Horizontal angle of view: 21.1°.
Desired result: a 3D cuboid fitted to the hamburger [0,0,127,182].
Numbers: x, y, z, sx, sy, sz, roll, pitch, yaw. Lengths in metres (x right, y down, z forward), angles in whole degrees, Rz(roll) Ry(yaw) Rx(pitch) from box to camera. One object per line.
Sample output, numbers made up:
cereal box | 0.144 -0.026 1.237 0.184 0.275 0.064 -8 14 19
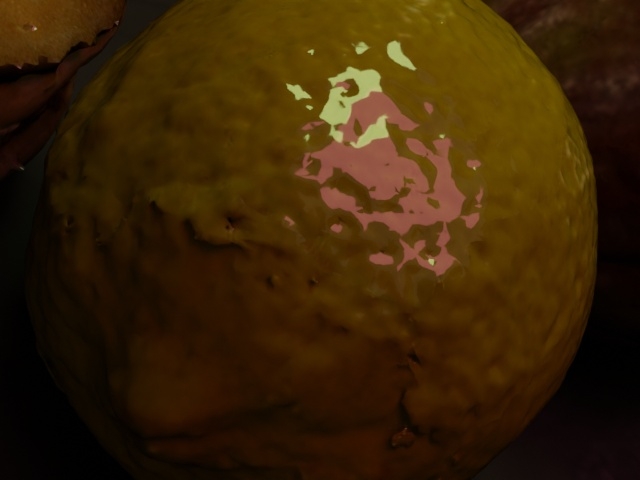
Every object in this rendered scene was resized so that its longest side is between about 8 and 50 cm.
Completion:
hamburger | -0.166 -0.101 0.607 0.182 0.118 0.191 -16 69 -50

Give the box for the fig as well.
fig | 0.156 -0.052 0.765 0.263 0.224 0.224 4 52 -41

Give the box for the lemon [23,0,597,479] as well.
lemon | 0.000 0.000 0.594 0.192 0.192 0.231 41 38 -2
